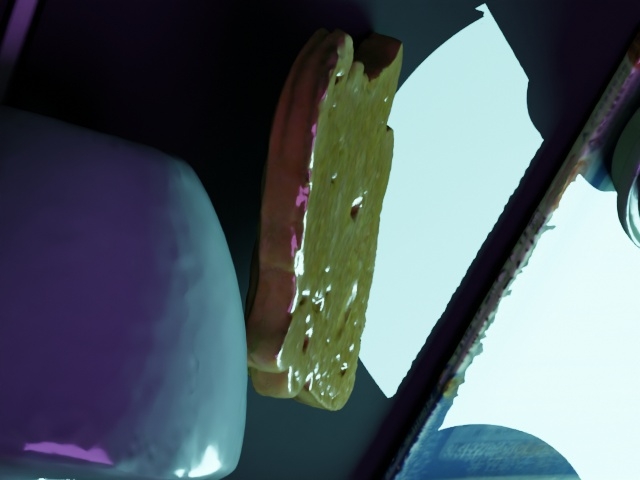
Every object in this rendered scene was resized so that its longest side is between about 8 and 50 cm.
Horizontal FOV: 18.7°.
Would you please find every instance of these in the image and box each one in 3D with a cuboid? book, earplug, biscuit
[{"bbox_3d":[0.181,0.025,1.074,0.228,0.018,0.322,3,128,-37],"label":"book"},{"bbox_3d":[-0.133,0.087,0.800,0.214,0.175,0.325,14,134,-8],"label":"earplug"},{"bbox_3d":[0.000,0.000,0.846,0.250,0.035,0.162,85,28,-53],"label":"biscuit"}]

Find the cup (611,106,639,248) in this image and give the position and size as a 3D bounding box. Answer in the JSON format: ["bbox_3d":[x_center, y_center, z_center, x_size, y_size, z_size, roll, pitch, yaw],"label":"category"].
[{"bbox_3d":[0.219,-0.013,0.937,0.120,0.141,0.120,-19,136,-19],"label":"cup"}]
